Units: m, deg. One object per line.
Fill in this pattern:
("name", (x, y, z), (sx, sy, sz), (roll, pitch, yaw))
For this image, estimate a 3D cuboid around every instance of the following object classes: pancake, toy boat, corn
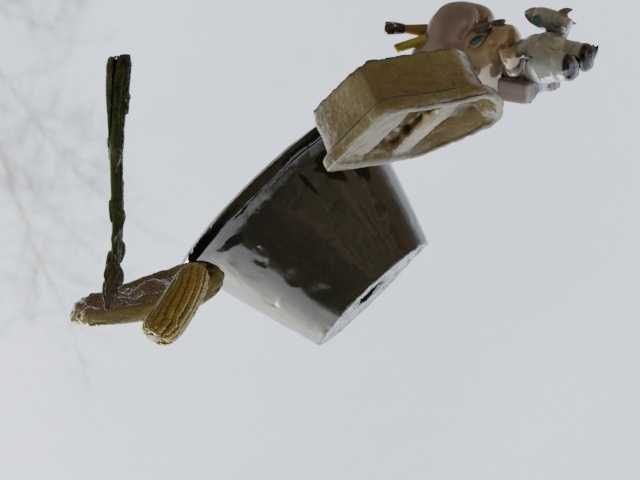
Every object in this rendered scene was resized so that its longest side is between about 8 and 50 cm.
("pancake", (-0.167, 0.053, 1.695), (0.158, 0.028, 0.158), (-14, -168, 3))
("toy boat", (0.088, -0.124, 1.606), (0.188, 0.116, 0.061), (-11, -112, -40))
("corn", (-0.126, 0.056, 1.541), (0.037, 0.037, 0.092), (3, -135, 27))

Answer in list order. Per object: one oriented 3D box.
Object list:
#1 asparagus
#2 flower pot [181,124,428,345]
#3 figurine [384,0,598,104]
("asparagus", (-0.182, -0.052, 1.553), (0.022, 0.023, 0.233), (-12, -106, 50))
("flower pot", (0.000, 0.000, 1.815), (0.269, 0.269, 0.166), (-38, -96, -24))
("figurine", (0.174, -0.188, 1.785), (0.229, 0.112, 0.137), (10, -145, 40))
